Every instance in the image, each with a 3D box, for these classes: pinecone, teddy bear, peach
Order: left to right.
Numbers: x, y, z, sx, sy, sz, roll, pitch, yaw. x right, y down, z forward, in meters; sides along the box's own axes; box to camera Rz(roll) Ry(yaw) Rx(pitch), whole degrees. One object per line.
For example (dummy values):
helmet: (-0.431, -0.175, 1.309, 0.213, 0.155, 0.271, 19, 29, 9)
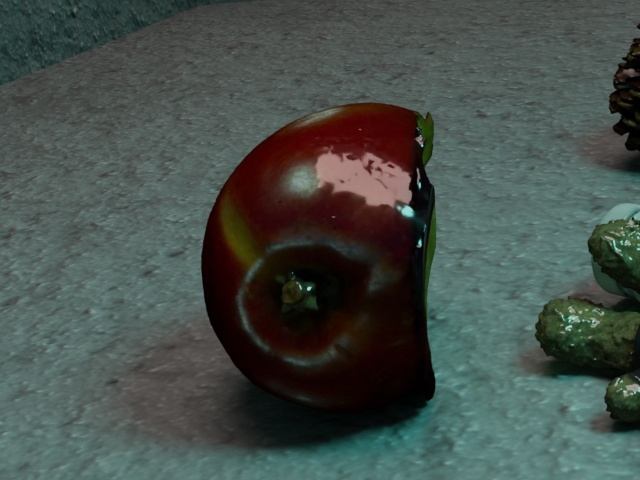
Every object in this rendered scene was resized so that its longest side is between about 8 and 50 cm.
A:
peach: (0.000, 0.000, 1.167, 0.201, 0.258, 0.362, -1, 22, 5)
teddy bear: (0.293, 0.067, 1.071, 0.129, 0.182, 0.251, 24, 6, -21)
pinecone: (0.466, -0.193, 1.642, 0.221, 0.221, 0.221, -8, 18, 2)

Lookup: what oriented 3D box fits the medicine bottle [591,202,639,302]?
medicine bottle: (0.345, 0.021, 1.206, 0.103, 0.103, 0.186, -23, 24, -37)
